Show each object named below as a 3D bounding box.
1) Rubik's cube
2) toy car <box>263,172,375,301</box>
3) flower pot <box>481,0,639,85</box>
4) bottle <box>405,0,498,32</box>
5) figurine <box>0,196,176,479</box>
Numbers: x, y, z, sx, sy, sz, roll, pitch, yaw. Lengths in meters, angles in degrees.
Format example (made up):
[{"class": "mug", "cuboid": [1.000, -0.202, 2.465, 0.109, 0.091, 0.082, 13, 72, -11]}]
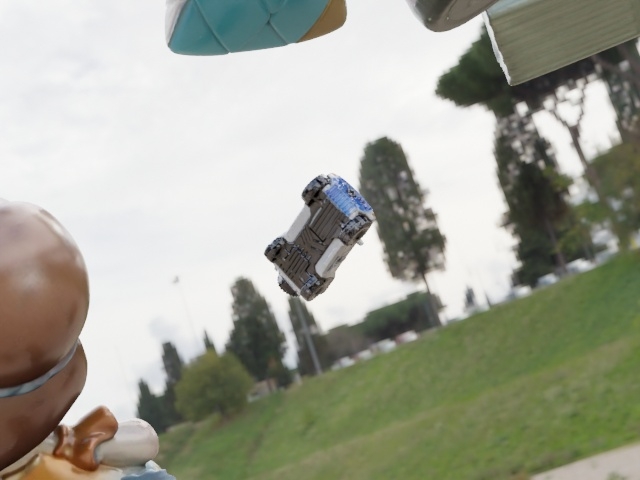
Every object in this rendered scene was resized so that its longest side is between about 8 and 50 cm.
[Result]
[{"class": "Rubik's cube", "cuboid": [-0.079, -0.294, 1.461, 0.254, 0.255, 0.254, -18, -11, -4]}, {"class": "toy car", "cuboid": [0.000, 0.000, 1.373, 0.070, 0.080, 0.171, -29, -20, -46]}, {"class": "flower pot", "cuboid": [0.280, -0.331, 1.499, 0.189, 0.239, 0.209, -23, -9, 9]}, {"class": "bottle", "cuboid": [0.062, -0.369, 1.157, 0.144, 0.336, 0.144, -35, -9, -6]}, {"class": "figurine", "cuboid": [-0.235, 0.163, 0.880, 0.276, 0.388, 0.248, -30, 22, -5]}]
